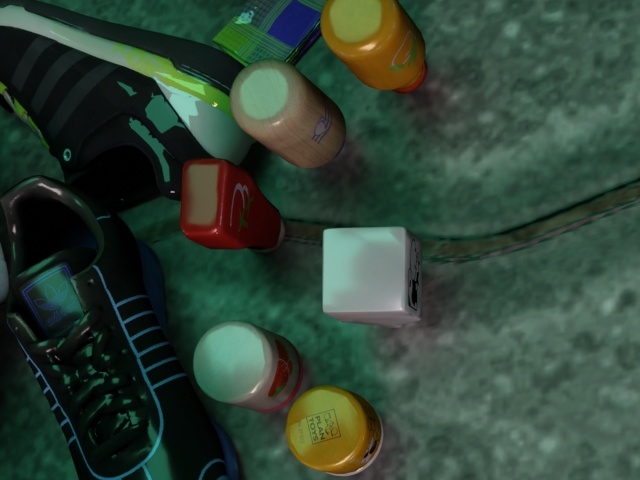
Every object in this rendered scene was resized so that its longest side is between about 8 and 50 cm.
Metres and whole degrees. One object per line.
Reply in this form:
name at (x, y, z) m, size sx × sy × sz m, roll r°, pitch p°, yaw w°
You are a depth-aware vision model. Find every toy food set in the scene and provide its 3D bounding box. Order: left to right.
toy food set at (0.000, 0.000, 0.934) m, size 0.111 × 0.104 × 0.232 m, roll -3°, pitch 79°, yaw 16°

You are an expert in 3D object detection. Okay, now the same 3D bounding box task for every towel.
towel at (-0.017, -0.130, 1.056) m, size 0.083 × 0.009 × 0.060 m, roll -50°, pitch 50°, yaw -3°

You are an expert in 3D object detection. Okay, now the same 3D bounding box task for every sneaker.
sneaker at (-0.134, -0.068, 1.044) m, size 0.234 × 0.084 × 0.097 m, roll 13°, pitch 72°, yaw 37°
sneaker at (-0.109, 0.066, 0.942) m, size 0.081 × 0.090 × 0.232 m, roll -34°, pitch 49°, yaw 11°

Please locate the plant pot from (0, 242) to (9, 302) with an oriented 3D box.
plant pot at (-0.287, -0.005, 1.002) m, size 0.196 × 0.293 × 0.293 m, roll -27°, pitch 47°, yaw -18°
